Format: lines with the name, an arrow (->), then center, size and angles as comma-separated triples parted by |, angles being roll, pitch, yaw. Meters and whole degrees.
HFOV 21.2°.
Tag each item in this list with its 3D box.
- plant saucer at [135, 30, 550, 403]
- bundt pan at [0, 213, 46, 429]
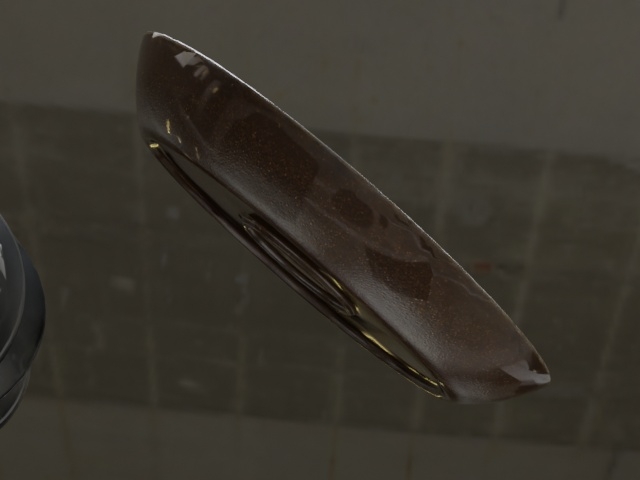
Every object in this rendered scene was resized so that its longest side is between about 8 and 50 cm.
plant saucer -> 0.000, 0.000, 0.997 | 0.311, 0.050, 0.310 | 40, -7, 6
bundt pan -> -0.255, 0.087, 0.773 | 0.124, 0.331, 0.331 | 43, -38, 15
